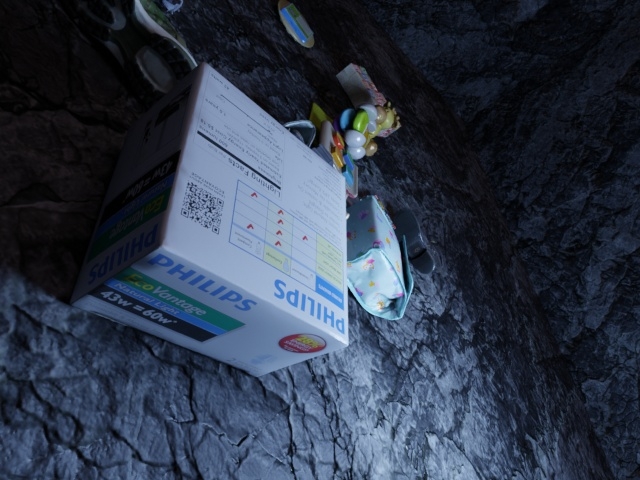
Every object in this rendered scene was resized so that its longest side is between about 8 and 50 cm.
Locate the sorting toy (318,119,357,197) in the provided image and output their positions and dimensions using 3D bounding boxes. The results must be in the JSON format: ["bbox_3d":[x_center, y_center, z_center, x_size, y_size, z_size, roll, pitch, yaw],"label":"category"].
[{"bbox_3d":[0.066,-0.263,1.627,0.208,0.038,0.193,52,27,-32],"label":"sorting toy"}]

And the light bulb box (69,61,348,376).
[{"bbox_3d":[-0.147,-0.018,0.843,0.358,0.225,0.361,34,43,-36],"label":"light bulb box"}]

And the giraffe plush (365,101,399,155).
[{"bbox_3d":[0.201,-0.430,1.902,0.181,0.170,0.210,60,28,7],"label":"giraffe plush"}]

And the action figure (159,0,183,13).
[{"bbox_3d":[-0.416,-0.623,1.210,0.185,0.099,0.285,44,26,-8],"label":"action figure"}]

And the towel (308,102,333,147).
[{"bbox_3d":[0.000,-0.371,1.685,0.102,0.021,0.237,43,31,-26],"label":"towel"}]

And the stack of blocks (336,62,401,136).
[{"bbox_3d":[0.204,-0.585,2.152,0.297,0.087,0.171,61,28,8],"label":"stack of blocks"}]

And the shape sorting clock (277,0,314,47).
[{"bbox_3d":[-0.096,-0.839,1.989,0.206,0.040,0.206,41,33,-34],"label":"shape sorting clock"}]

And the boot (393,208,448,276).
[{"bbox_3d":[0.359,0.015,1.806,0.229,0.091,0.263,1,64,-63],"label":"boot"}]

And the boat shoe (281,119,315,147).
[{"bbox_3d":[-0.101,-0.241,1.288,0.121,0.119,0.335,49,29,-14],"label":"boat shoe"}]

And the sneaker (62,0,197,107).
[{"bbox_3d":[-0.379,-0.445,1.071,0.410,0.158,0.182,58,15,-9],"label":"sneaker"}]

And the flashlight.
[{"bbox_3d":[0.067,-0.138,1.472,0.304,0.103,0.103,54,2,-4],"label":"flashlight"}]

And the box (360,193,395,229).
[{"bbox_3d":[0.190,-0.087,1.685,0.137,0.027,0.094,60,27,6],"label":"box"}]

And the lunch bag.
[{"bbox_3d":[0.148,0.055,1.345,0.262,0.160,0.223,52,23,-33],"label":"lunch bag"}]

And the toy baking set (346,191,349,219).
[{"bbox_3d":[-0.001,0.004,1.067,0.030,0.256,0.197,30,41,-11],"label":"toy baking set"}]

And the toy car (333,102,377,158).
[{"bbox_3d":[0.109,-0.380,1.740,0.136,0.159,0.182,22,-15,11],"label":"toy car"}]
